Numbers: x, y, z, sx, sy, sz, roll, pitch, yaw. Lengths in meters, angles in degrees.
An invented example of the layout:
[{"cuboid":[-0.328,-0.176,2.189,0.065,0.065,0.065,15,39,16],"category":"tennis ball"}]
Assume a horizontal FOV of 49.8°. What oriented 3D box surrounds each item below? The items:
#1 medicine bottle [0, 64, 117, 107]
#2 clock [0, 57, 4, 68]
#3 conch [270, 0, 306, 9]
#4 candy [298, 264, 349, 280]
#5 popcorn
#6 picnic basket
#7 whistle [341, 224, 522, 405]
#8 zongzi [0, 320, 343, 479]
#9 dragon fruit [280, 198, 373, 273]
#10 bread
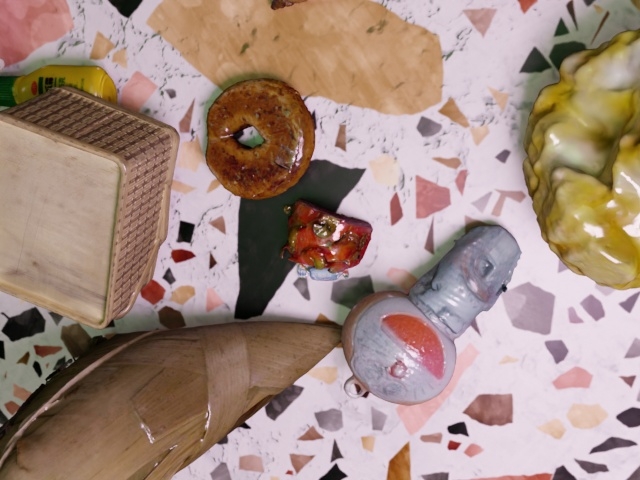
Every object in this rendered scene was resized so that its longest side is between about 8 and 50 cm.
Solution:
[{"cuboid":[-0.457,-0.239,1.121,0.260,0.064,0.095,6,117,15],"category":"medicine bottle"},{"cuboid":[-0.625,-0.368,1.078,0.378,0.120,0.277,-4,106,27],"category":"clock"},{"cuboid":[0.017,-0.402,0.984,0.232,0.086,0.080,-24,95,16],"category":"conch"},{"cuboid":[0.004,0.049,1.106,0.083,0.020,0.030,-2,103,10],"category":"candy"},{"cuboid":[0.430,-0.096,0.895,0.334,0.292,0.294,-52,44,16],"category":"popcorn"},{"cuboid":[-0.366,-0.050,1.063,0.228,0.175,0.313,20,120,7],"category":"picnic basket"},{"cuboid":[0.163,0.114,1.021,0.189,0.189,0.348,45,94,0],"category":"whistle"},{"cuboid":[-0.209,0.248,0.939,0.466,0.500,0.218,-20,102,14],"category":"zongzi"},{"cuboid":[0.000,0.000,1.060,0.147,0.096,0.102,10,106,11],"category":"dragon fruit"},{"cuboid":[-0.093,-0.156,1.068,0.193,0.064,0.193,3,100,17],"category":"bread"}]
